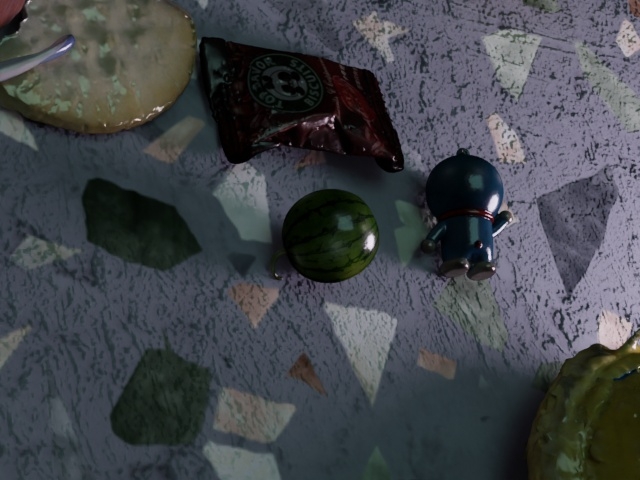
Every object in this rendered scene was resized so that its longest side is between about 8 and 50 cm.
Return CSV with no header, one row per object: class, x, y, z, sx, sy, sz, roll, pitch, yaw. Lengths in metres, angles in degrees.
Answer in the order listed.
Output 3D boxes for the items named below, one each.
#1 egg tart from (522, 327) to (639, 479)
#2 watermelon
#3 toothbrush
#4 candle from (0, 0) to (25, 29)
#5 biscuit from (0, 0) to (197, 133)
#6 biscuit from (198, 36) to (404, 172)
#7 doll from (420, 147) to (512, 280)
egg tart,0.384,0.271,1.350,0.388,0.169,0.387,21,53,-32
watermelon,0.005,-0.005,1.297,0.109,0.109,0.109,18,54,-27
toothbrush,-0.335,-0.139,1.156,0.269,0.021,0.027,-25,99,-31
candle,-0.416,-0.306,1.143,0.317,0.131,0.287,45,52,5
biscuit,-0.227,-0.194,1.285,0.265,0.040,0.188,-30,85,-43
biscuit,-0.013,-0.142,1.392,0.235,0.063,0.151,3,50,-29
doll,0.161,-0.033,1.440,0.114,0.085,0.151,5,70,-21
